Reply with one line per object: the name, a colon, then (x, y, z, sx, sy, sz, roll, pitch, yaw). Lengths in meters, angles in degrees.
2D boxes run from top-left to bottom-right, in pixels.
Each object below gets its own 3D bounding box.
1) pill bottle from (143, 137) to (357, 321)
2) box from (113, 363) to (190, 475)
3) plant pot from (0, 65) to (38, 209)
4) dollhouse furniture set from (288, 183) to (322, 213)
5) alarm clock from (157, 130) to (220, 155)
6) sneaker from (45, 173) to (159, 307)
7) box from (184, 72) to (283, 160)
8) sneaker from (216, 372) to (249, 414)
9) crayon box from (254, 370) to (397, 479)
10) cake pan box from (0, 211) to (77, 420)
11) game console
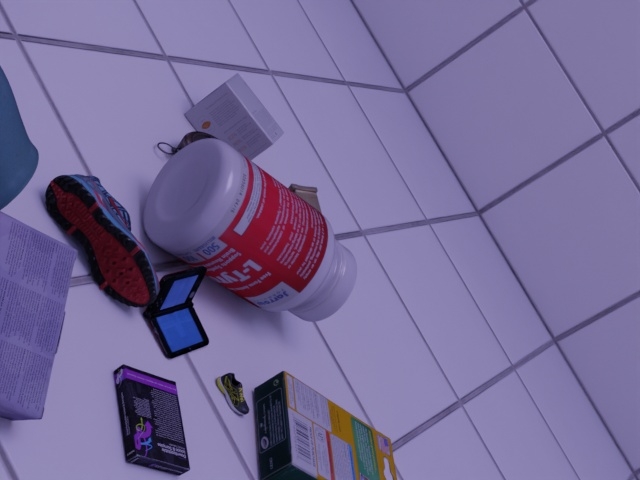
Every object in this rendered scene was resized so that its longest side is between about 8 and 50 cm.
pill bottle: (-0.121, -0.003, 2.093, 0.408, 0.229, 0.229, 35, 31, -38)
box: (-0.265, 0.282, 1.710, 0.116, 0.029, 0.162, 29, 34, -45)
plant pot: (-0.536, -0.158, 1.500, 0.271, 0.272, 0.255, -92, 157, -50)
dollhouse furniture set: (-0.103, -0.039, 2.341, 0.184, 0.129, 0.129, 8, 49, -29)
alarm clock: (-0.250, -0.174, 2.246, 0.192, 0.064, 0.129, 11, 37, -35)
sneaker: (-0.343, -0.011, 1.840, 0.262, 0.104, 0.125, 56, 22, -1)
box: (-0.189, -0.258, 2.406, 0.170, 0.130, 0.091, 53, 25, -9)
sneaker: (-0.150, 0.271, 1.930, 0.083, 0.035, 0.031, 54, 25, -5)
crayon box: (0.016, 0.404, 2.019, 0.323, 0.083, 0.203, 37, 30, -35)
cake pan box: (-0.452, 0.090, 1.435, 0.246, 0.070, 0.267, 30, 59, -45)
game console: (-0.234, 0.122, 1.906, 0.085, 0.124, 0.144, 34, 18, 17)
